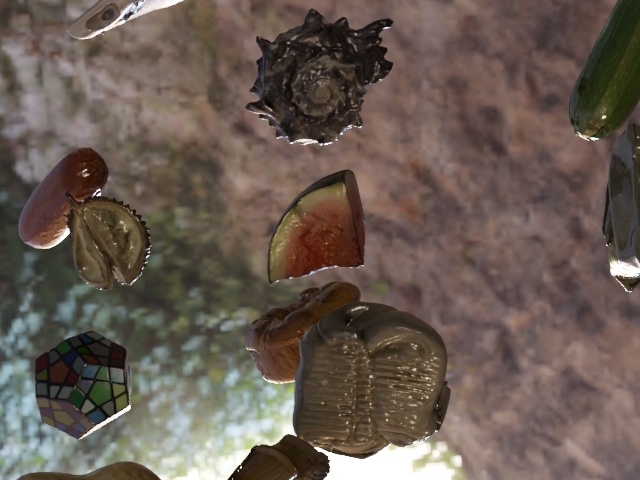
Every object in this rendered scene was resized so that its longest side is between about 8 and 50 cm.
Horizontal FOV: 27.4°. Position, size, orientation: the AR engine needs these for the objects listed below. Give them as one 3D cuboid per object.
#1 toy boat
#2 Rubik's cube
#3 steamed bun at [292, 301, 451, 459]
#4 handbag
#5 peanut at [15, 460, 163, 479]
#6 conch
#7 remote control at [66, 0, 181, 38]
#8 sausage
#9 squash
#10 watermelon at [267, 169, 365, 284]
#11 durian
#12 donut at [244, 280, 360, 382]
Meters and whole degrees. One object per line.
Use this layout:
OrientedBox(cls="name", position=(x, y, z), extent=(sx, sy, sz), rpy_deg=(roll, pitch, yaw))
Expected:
OrientedBox(cls="toy boat", position=(-0.092, 0.396, 1.795), extent=(0.121, 0.089, 0.321), rpy_deg=(48, -58, 21))
OrientedBox(cls="Rubik's cube", position=(-0.291, 0.177, 1.615), extent=(0.112, 0.133, 0.133), rpy_deg=(59, -12, 7))
OrientedBox(cls="steamed bun", position=(0.074, 0.184, 1.798), extent=(0.144, 0.211, 0.218), rpy_deg=(-58, 151, -71))
OrientedBox(cls="handbag", position=(0.533, -0.054, 2.223), extent=(0.316, 0.109, 0.253), rpy_deg=(35, 57, -76))
OrientedBox(cls="peanut", position=(-0.303, 0.356, 1.764), extent=(0.123, 0.257, 0.123), rpy_deg=(-172, -90, -66))
OrientedBox(cls="conch", position=(0.008, -0.301, 2.429), extent=(0.241, 0.313, 0.186), rpy_deg=(42, -25, 16))
OrientedBox(cls="remote control", position=(-0.194, -0.313, 1.630), extent=(0.055, 0.109, 0.313), rpy_deg=(54, 31, -8))
OrientedBox(cls="sausage", position=(-0.345, -0.056, 1.764), extent=(0.197, 0.076, 0.076), rpy_deg=(-40, -132, 43))
OrientedBox(cls="squash", position=(0.319, -0.203, 1.342), extent=(0.077, 0.068, 0.219), rpy_deg=(13, 106, -60))
OrientedBox(cls="watermelon", position=(-0.011, -0.016, 1.861), extent=(0.193, 0.145, 0.137), rpy_deg=(55, 25, -69))
OrientedBox(cls="durian", position=(-0.274, -0.007, 1.663), extent=(0.140, 0.110, 0.071), rpy_deg=(52, 2, -5))
OrientedBox(cls="donut", position=(-0.023, 0.155, 2.243), extent=(0.114, 0.226, 0.226), rpy_deg=(65, -6, -8))
